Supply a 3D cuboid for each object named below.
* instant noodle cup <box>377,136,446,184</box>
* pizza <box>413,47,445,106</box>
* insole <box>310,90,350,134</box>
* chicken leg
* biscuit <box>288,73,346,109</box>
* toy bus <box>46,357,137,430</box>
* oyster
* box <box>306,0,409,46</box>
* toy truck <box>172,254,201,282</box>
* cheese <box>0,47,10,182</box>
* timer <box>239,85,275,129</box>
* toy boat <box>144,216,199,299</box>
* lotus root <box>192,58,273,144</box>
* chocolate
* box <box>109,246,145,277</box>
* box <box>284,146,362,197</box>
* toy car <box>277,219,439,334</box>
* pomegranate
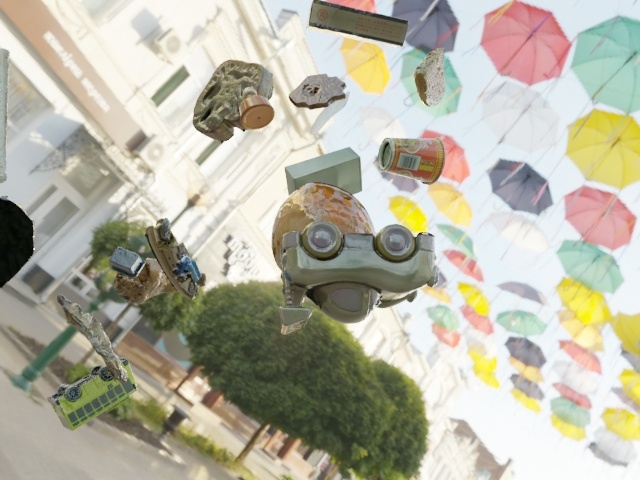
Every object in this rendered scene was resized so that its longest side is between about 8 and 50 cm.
[{"bbox_3d":[0.339,-0.315,2.167,0.212,0.192,0.193,5,-8,-18],"label":"instant noodle cup"},{"bbox_3d":[0.367,-0.549,1.888,0.058,0.197,0.292,13,7,26],"label":"pizza"},{"bbox_3d":[0.038,-0.462,2.041,0.007,0.322,0.109,31,-49,8],"label":"insole"},{"bbox_3d":[-0.719,0.170,2.543,0.410,0.181,0.295,2,-31,-15],"label":"chicken leg"},{"bbox_3d":[0.002,-0.519,1.993,0.215,0.182,0.034,21,-30,34],"label":"biscuit"},{"bbox_3d":[-0.762,0.516,1.919,0.128,0.262,0.149,-14,-78,51],"label":"toy bus"},{"bbox_3d":[-0.706,0.302,1.765,0.345,0.079,0.128,52,-22,4],"label":"oyster"},{"bbox_3d":[0.113,-0.696,1.827,0.311,0.084,0.198,10,17,-7],"label":"box"},{"bbox_3d":[-0.429,0.096,1.843,0.090,0.056,0.073,33,-55,-5],"label":"toy truck"},{"bbox_3d":[-0.828,-0.323,1.422,0.034,0.085,0.399,135,-51,-58],"label":"cheese"},{"bbox_3d":[-0.250,-0.507,2.087,0.132,0.132,0.152,76,-7,-63],"label":"timer"},{"bbox_3d":[-0.526,0.070,2.061,0.122,0.089,0.320,-5,-66,43],"label":"toy boat"},{"bbox_3d":[-0.368,-0.599,2.362,0.111,0.391,0.374,32,37,-48],"label":"lotus root"},{"bbox_3d":[-0.764,0.002,1.291,0.177,0.207,0.224,-12,-97,63],"label":"chocolate"},{"bbox_3d":[-0.613,0.065,1.785,0.099,0.074,0.054,21,-29,10],"label":"box"},{"bbox_3d":[0.011,-0.191,1.760,0.086,0.225,0.129,-127,-156,-47],"label":"box"},{"bbox_3d":[0.075,0.095,1.256,0.336,0.226,0.242,4,-17,-4],"label":"toy car"},{"bbox_3d":[0.000,0.000,1.563,0.319,0.319,0.319,35,-18,13],"label":"pomegranate"}]
